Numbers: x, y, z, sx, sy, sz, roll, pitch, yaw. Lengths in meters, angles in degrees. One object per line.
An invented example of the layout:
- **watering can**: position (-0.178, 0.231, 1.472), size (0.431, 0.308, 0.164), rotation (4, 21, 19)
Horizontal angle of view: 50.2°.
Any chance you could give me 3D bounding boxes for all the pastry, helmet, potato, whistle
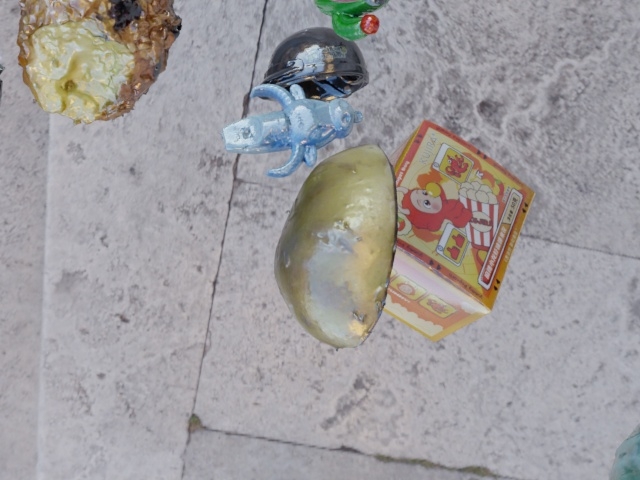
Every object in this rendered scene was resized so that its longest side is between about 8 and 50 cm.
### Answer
- **pastry**: position (-0.429, -0.434, 1.355), size (0.292, 0.337, 0.405), rotation (17, 145, -14)
- **helmet**: position (-0.022, -0.432, 1.663), size (0.279, 0.230, 0.160), rotation (-3, 85, -15)
- **potato**: position (0.000, 0.000, 0.961), size (0.116, 0.239, 0.299), rotation (12, 79, -23)
- **whistle**: position (-0.051, -0.211, 1.279), size (0.269, 0.093, 0.180), rotation (-12, 79, -8)

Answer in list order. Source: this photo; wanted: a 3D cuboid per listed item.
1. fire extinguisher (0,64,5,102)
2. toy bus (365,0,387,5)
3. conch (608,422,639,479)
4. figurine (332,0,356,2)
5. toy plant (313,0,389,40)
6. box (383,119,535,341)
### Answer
- **fire extinguisher**: position (-0.688, -0.277, 1.234), size (0.114, 0.337, 0.135), rotation (35, 110, 6)
- **toy bus**: position (0.131, -0.358, 0.845), size (0.201, 0.098, 0.114), rotation (-21, 112, -33)
- **conch**: position (0.316, 0.228, 0.515), size (0.277, 0.195, 0.220), rotation (-9, 133, -6)
- **figurine**: position (0.014, -0.193, 0.452), size (0.083, 0.071, 0.067), rotation (-5, 98, -6)
- **toy plant**: position (0.063, -0.387, 1.057), size (0.088, 0.240, 0.154), rotation (10, 120, -35)
- **box**: position (0.201, -0.017, 1.249), size (0.260, 0.283, 0.214), rotation (32, 150, -5)
